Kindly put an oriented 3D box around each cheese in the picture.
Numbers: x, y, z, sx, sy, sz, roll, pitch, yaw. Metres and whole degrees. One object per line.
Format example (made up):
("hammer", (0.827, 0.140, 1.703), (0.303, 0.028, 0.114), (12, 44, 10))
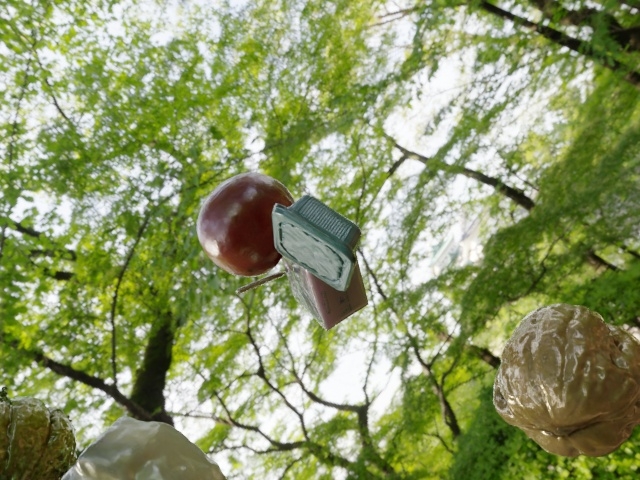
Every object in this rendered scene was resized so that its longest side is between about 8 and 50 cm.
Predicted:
("cheese", (-0.277, 0.425, 0.812), (0.115, 0.318, 0.326), (-54, -47, -68))

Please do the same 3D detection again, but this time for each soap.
("soap", (0.005, 0.079, 1.292), (0.139, 0.182, 0.199), (-26, -57, -17))

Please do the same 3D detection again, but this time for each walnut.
("walnut", (0.412, 0.225, 0.886), (0.257, 0.224, 0.257), (-31, 14, 9))

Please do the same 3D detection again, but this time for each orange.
("orange", (-0.689, 0.487, 1.134), (0.301, 0.223, 0.300), (-42, -50, -2))

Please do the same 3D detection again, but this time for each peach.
("peach", (-0.162, -0.037, 1.203), (0.200, 0.243, 0.243), (5, -61, -56))

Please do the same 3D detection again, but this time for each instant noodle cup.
("instant noodle cup", (0.000, 0.000, 0.887), (0.070, 0.157, 0.179), (-53, -12, -22))

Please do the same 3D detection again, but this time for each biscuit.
("biscuit", (-0.157, 0.110, 1.390), (0.147, 0.018, 0.071), (-22, -3, 15))
